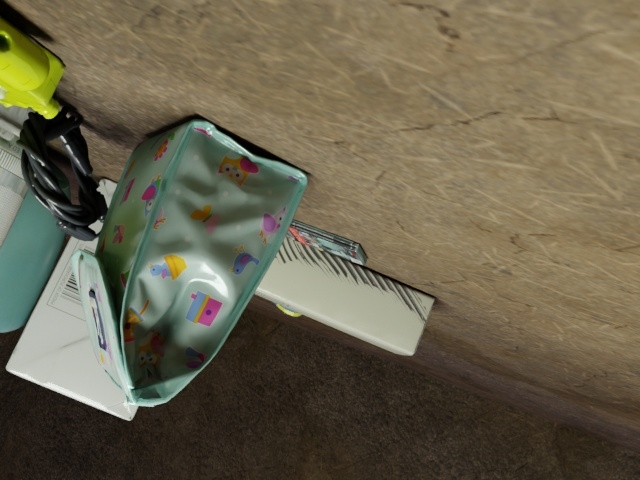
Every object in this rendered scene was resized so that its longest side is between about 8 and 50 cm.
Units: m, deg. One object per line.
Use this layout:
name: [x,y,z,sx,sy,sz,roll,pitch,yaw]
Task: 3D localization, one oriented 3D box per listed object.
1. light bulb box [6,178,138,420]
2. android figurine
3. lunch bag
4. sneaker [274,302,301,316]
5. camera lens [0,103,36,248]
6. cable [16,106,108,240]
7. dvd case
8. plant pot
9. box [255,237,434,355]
light bulb box: [-0.377,0.109,1.526,0.225,0.357,0.361,26,169,-12]
android figurine: [-0.340,-0.184,0.724,0.248,0.056,0.273,18,168,27]
lunch bag: [-0.155,0.027,0.840,0.160,0.262,0.223,26,171,-23]
sneaker: [-0.104,0.064,1.592,0.209,0.069,0.082,30,138,5]
camera lens: [-0.493,-0.068,1.047,0.219,0.274,0.219,22,171,4]
cable: [-0.281,-0.082,0.923,0.047,0.150,0.184,-10,166,5]
dvd case: [0.000,0.000,1.091,0.120,0.013,0.087,21,171,16]
plant pot: [-0.529,-0.039,1.285,0.293,0.235,0.293,34,-170,-7]
box: [0.019,0.077,1.232,0.275,0.094,0.113,23,171,-6]
